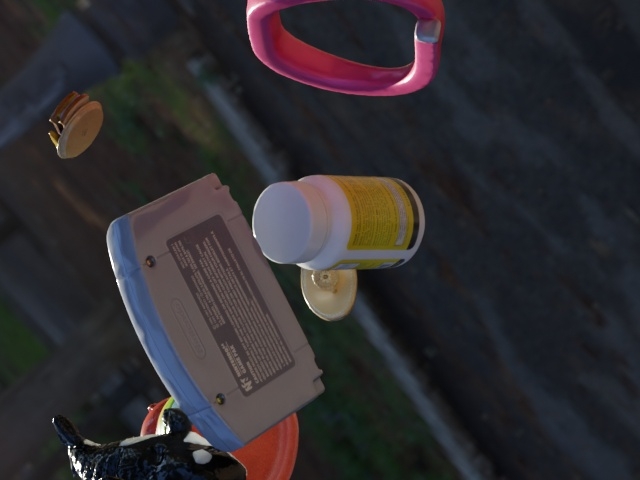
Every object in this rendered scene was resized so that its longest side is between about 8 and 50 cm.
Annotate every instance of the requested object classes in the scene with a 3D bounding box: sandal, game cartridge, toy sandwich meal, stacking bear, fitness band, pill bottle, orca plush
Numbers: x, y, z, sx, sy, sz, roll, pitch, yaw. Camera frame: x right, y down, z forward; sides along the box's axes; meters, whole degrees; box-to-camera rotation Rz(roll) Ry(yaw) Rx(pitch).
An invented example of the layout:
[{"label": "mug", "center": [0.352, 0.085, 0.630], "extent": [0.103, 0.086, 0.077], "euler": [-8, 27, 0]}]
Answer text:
[{"label": "sandal", "center": [-0.006, 0.002, 2.450], "extent": [0.079, 0.088, 0.240], "euler": [48, -151, -45]}, {"label": "game cartridge", "center": [-0.124, 0.084, 1.937], "extent": [0.060, 0.196, 0.294], "euler": [-25, 93, 39]}, {"label": "toy sandwich meal", "center": [-0.284, -0.133, 1.946], "extent": [0.029, 0.085, 0.085], "euler": [34, 165, 16]}, {"label": "stacking bear", "center": [-0.158, 0.266, 2.302], "extent": [0.175, 0.164, 0.289], "euler": [41, 159, -16]}, {"label": "fitness band", "center": [0.027, -0.222, 1.805], "extent": [0.209, 0.054, 0.291], "euler": [7, 166, 3]}, {"label": "pill bottle", "center": [0.023, -0.022, 2.098], "extent": [0.208, 0.119, 0.119], "euler": [0, -149, -48]}, {"label": "orca plush", "center": [-0.225, 0.261, 1.978], "extent": [0.287, 0.151, 0.102], "euler": [22, -171, 37]}]
